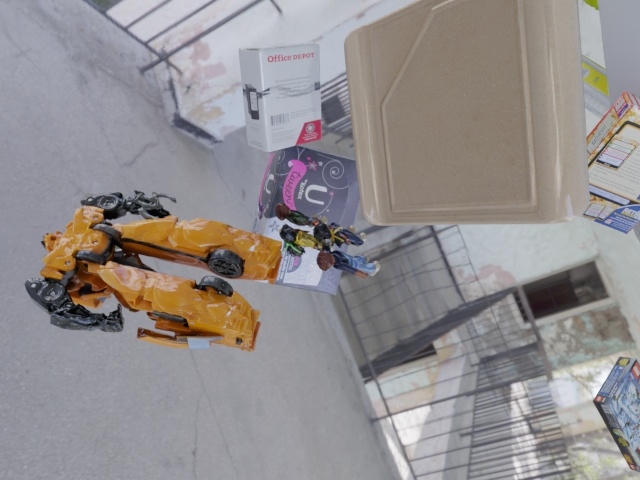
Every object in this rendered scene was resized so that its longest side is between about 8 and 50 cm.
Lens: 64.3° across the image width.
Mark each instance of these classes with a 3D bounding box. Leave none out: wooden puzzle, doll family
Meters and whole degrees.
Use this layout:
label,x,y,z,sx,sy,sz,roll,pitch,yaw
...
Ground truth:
label,x,y,z,sx,sy,sz,roll,pitch,yaw
wooden puzzle,0.128,-0.126,0.492,0.044,0.238,0.221,-12,98,-41
doll family,0.000,0.000,0.730,0.111,0.193,0.076,16,91,-51

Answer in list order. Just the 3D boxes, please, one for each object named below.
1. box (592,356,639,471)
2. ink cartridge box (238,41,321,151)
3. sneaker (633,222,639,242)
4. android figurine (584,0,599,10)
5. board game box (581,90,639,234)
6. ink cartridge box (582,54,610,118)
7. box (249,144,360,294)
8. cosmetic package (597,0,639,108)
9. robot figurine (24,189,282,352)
label,x,y,z,sx,sy,sz,roll,pitch,yaw
box,0.451,0.251,0.735,0.094,0.027,0.137,-40,105,-27
ink cartridge box,-0.059,-0.225,0.788,0.109,0.063,0.150,-20,121,-33
sneaker,0.827,-0.075,1.182,0.256,0.151,0.094,63,16,-53
android figurine,0.607,-0.510,0.988,0.248,0.056,0.273,22,8,-39
board game box,0.464,-0.110,0.774,0.146,0.193,0.045,20,44,-5
ink cartridge box,0.600,-0.383,1.203,0.307,0.072,0.303,42,23,12
box,-0.033,-0.046,0.936,0.142,0.163,0.247,-142,-115,-70
cosmetic package,0.566,-0.281,0.761,0.217,0.156,0.385,40,-20,54
robot figurine,-0.206,0.040,0.640,0.085,0.291,0.211,96,8,-53
